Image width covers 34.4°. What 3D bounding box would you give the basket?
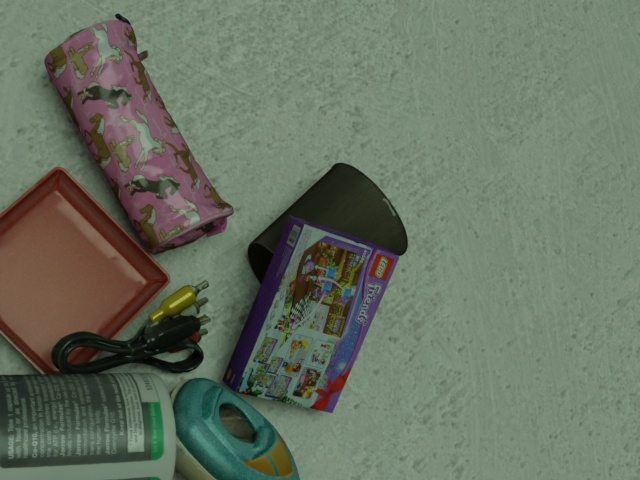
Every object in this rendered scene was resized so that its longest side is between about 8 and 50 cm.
[{"bbox_3d":[0.000,0.000,1.781,0.227,0.154,0.204,-33,72,-26],"label":"basket"}]

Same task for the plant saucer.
[{"bbox_3d":[-0.409,0.059,1.611,0.259,0.047,0.258,46,60,-7],"label":"plant saucer"}]

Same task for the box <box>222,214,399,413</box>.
[{"bbox_3d":[-0.015,0.125,1.684,0.201,0.057,0.293,19,97,-34],"label":"box"}]

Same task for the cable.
[{"bbox_3d":[-0.287,0.162,1.618,0.287,0.072,0.140,-17,122,-32],"label":"cable"}]

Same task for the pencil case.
[{"bbox_3d":[-0.292,-0.164,1.676,0.167,0.160,0.386,-27,88,-18],"label":"pencil case"}]

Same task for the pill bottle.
[{"bbox_3d":[-0.402,0.289,1.454,0.361,0.204,0.204,3,73,-27],"label":"pill bottle"}]

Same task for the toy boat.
[{"bbox_3d":[-0.127,0.350,1.542,0.267,0.148,0.318,41,26,-19],"label":"toy boat"}]
